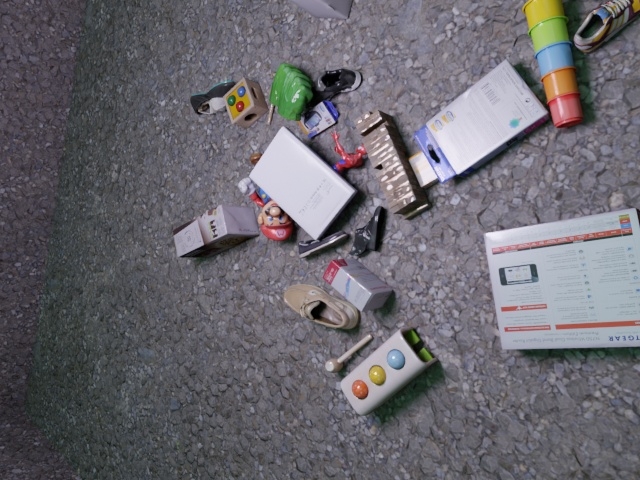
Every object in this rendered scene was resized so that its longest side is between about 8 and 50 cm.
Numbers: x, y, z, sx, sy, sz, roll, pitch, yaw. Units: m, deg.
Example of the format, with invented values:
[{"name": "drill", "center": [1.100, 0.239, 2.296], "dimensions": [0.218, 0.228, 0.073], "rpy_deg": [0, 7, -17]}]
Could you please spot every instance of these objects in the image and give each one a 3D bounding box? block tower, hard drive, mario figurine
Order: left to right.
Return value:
[{"name": "mario figurine", "center": [-0.159, -0.157, 1.619], "dimensions": [0.198, 0.170, 0.320], "rpy_deg": [-16, 78, 33]}, {"name": "hard drive", "center": [-0.062, -0.184, 1.509], "dimensions": [0.319, 0.040, 0.210], "rpy_deg": [44, 113, 12]}, {"name": "block tower", "center": [0.212, -0.232, 1.392], "dimensions": [0.091, 0.097, 0.335], "rpy_deg": [-31, 73, 33]}]

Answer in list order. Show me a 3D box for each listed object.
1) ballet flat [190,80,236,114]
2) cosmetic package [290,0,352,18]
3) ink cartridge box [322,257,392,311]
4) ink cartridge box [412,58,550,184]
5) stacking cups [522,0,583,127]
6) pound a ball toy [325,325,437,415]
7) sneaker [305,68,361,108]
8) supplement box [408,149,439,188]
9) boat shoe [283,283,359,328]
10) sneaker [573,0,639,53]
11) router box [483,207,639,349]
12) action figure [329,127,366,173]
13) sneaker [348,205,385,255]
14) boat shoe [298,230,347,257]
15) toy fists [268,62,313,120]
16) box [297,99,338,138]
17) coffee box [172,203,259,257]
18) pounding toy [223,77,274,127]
[{"name": "ballet flat", "center": [-0.423, -0.561, 1.874], "dimensions": [0.281, 0.095, 0.096], "rpy_deg": [0, 99, 47]}, {"name": "cosmetic package", "center": [0.027, -0.922, 1.478], "dimensions": [0.155, 0.197, 0.365], "rpy_deg": [24, 102, 34]}, {"name": "ink cartridge box", "center": [0.114, 0.134, 1.435], "dimensions": [0.175, 0.128, 0.072], "rpy_deg": [40, 113, 30]}, {"name": "ink cartridge box", "center": [0.421, -0.307, 1.259], "dimensions": [0.311, 0.065, 0.185], "rpy_deg": [-36, 69, 28]}, {"name": "stacking cups", "center": [0.567, -0.433, 1.141], "dimensions": [0.096, 0.096, 0.315], "rpy_deg": [-10, 86, 36]}, {"name": "pound a ball toy", "center": [0.154, 0.374, 1.398], "dimensions": [0.319, 0.136, 0.208], "rpy_deg": [-48, 64, 25]}, {"name": "sneaker", "center": [0.011, -0.507, 1.535], "dimensions": [0.235, 0.106, 0.078], "rpy_deg": [-14, 80, 35]}, {"name": "supplement box", "center": [0.306, -0.209, 1.357], "dimensions": [0.062, 0.036, 0.098], "rpy_deg": [-30, 72, 32]}, {"name": "boat shoe", "center": [-0.018, 0.219, 1.549], "dimensions": [0.303, 0.098, 0.109], "rpy_deg": [18, 100, 35]}, {"name": "sneaker", "center": [0.668, -0.518, 1.066], "dimensions": [0.185, 0.084, 0.069], "rpy_deg": [-50, 62, 25]}, {"name": "router box", "center": [0.588, 0.101, 1.116], "dimensions": [0.336, 0.082, 0.300], "rpy_deg": [-11, 83, 36]}, {"name": "action figure", "center": [0.029, -0.257, 1.525], "dimensions": [0.281, 0.092, 0.138], "rpy_deg": [-29, 82, 33]}, {"name": "sneaker", "center": [0.144, -0.029, 1.463], "dimensions": [0.089, 0.051, 0.170], "rpy_deg": [13, 100, 31]}, {"name": "boat shoe", "center": [0.000, 0.000, 1.556], "dimensions": [0.206, 0.075, 0.064], "rpy_deg": [-26, 77, 38]}, {"name": "toy fists", "center": [-0.097, -0.506, 1.570], "dimensions": [0.279, 0.096, 0.142], "rpy_deg": [-117, 39, -55]}, {"name": "box", "center": [-0.008, -0.410, 1.574], "dimensions": [0.136, 0.028, 0.081], "rpy_deg": [-24, 110, 35]}, {"name": "coffee box", "center": [-0.405, -0.031, 1.796], "dimensions": [0.297, 0.168, 0.118], "rpy_deg": [-22, 76, 34]}, {"name": "pounding toy", "center": [-0.249, -0.510, 1.735], "dimensions": [0.206, 0.094, 0.180], "rpy_deg": [-30, 72, 33]}]
